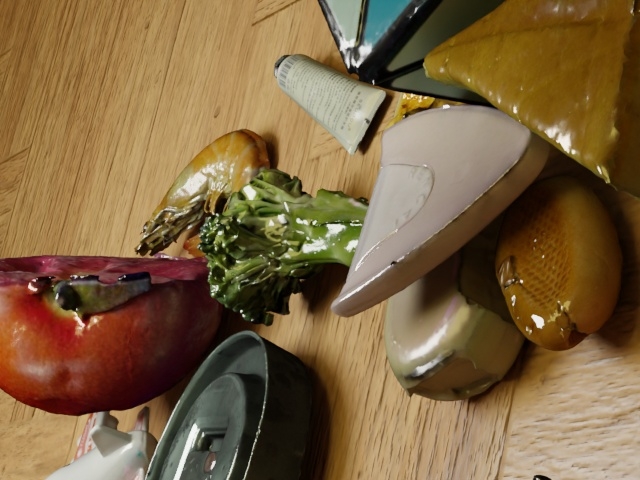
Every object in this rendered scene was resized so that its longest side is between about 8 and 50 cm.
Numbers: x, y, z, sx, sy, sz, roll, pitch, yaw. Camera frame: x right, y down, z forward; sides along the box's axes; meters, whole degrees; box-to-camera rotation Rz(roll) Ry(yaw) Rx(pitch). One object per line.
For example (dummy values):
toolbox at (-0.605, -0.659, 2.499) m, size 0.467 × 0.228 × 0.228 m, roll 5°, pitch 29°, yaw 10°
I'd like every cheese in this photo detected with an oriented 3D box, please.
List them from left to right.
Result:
cheese at (0.130, 0.008, 1.782) m, size 0.163 × 0.082 × 0.286 m, roll -29°, pitch 45°, yaw 49°

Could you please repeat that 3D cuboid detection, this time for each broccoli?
broccoli at (0.006, 0.003, 1.994) m, size 0.304 × 0.145 × 0.165 m, roll -8°, pitch 25°, yaw 50°

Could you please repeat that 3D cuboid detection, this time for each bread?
bread at (0.205, 0.023, 1.635) m, size 0.114 × 0.077 × 0.189 m, roll -32°, pitch 39°, yaw 21°
bread at (0.230, -0.079, 1.500) m, size 0.362 × 0.233 × 0.245 m, roll -25°, pitch 50°, yaw 61°

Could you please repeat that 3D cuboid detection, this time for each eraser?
eraser at (0.117, -0.041, 1.706) m, size 0.243 × 0.059 × 0.204 m, roll -21°, pitch 42°, yaw 48°

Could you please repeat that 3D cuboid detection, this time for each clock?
clock at (-0.107, 0.247, 2.036) m, size 0.312 × 0.061 × 0.312 m, roll -52°, pitch 24°, yaw 35°

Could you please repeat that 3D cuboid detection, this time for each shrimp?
shrimp at (-0.142, -0.040, 2.363) m, size 0.249 × 0.068 × 0.150 m, roll -35°, pitch 46°, yaw 41°

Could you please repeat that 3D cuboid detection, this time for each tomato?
tomato at (-0.257, 0.106, 2.261) m, size 0.289 × 0.335 × 0.176 m, roll -32°, pitch -60°, yaw -76°

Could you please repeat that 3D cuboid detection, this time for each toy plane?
toy plane at (-0.264, 0.294, 2.279) m, size 0.252 × 0.118 × 0.252 m, roll -47°, pitch 32°, yaw 41°

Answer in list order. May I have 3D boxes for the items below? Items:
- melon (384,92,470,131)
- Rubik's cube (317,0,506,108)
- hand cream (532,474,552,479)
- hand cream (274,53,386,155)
melon at (0.117, -0.145, 1.941) m, size 0.128 × 0.079 × 0.160 m, roll 155°, pitch 132°, yaw -78°
Rubik's cube at (0.145, -0.288, 1.728) m, size 0.250 × 0.246 × 0.248 m, roll -49°, pitch 52°, yaw 35°
hand cream at (0.151, 0.279, 1.577) m, size 0.087 × 0.054 × 0.186 m, roll 36°, pitch 109°, yaw 59°
hand cream at (0.008, -0.165, 2.195) m, size 0.080 × 0.050 × 0.234 m, roll -63°, pitch 31°, yaw 9°
